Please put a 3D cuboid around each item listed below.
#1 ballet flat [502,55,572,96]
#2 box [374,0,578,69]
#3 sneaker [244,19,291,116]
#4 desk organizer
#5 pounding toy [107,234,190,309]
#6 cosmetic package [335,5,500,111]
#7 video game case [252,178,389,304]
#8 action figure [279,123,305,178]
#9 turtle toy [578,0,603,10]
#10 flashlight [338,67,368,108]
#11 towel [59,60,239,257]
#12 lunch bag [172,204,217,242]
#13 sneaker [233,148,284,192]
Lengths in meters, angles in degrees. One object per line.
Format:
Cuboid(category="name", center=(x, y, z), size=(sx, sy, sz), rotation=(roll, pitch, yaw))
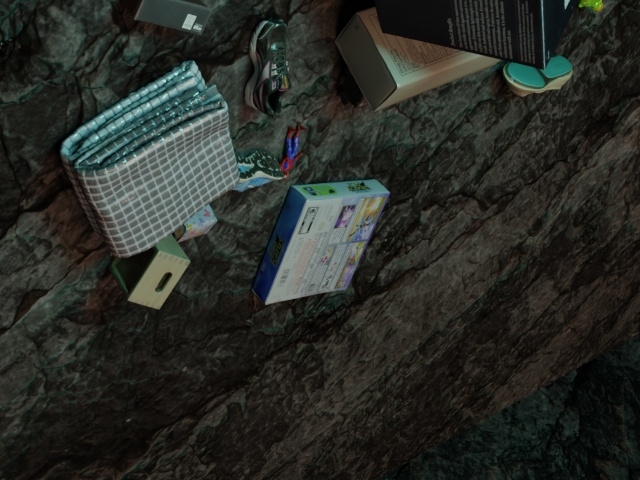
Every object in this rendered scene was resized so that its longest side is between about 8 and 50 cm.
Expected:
Cuboid(category="ballet flat", center=(0.482, -0.363, 2.247), size=(0.248, 0.086, 0.086), rotation=(-14, 135, -40))
Cuboid(category="box", center=(0.272, -0.464, 1.585), size=(0.296, 0.294, 0.183), rotation=(-60, 154, -23))
Cuboid(category="sneaker", center=(-0.077, -0.293, 1.701), size=(0.072, 0.077, 0.178), rotation=(-23, 140, -32))
Cuboid(category="desk organizer", center=(-0.232, -0.353, 1.491), size=(0.130, 0.050, 0.047), rotation=(2, 124, -49))
Cuboid(category="pounding toy", center=(-0.310, 0.053, 1.780), size=(0.100, 0.130, 0.141), rotation=(22, 109, -42))
Cuboid(category="cosmetic package", center=(0.203, -0.371, 1.824), size=(0.309, 0.160, 0.113), rotation=(-23, 172, -26))
Cuboid(category="video game case", center=(0.000, 0.000, 2.108), size=(0.244, 0.061, 0.269), rotation=(-7, 130, -42))
Cuboid(category="action figure", center=(-0.057, -0.167, 1.902), size=(0.038, 0.030, 0.115), rotation=(-21, 141, -41))
Cuboid(category="turtle toy", center=(0.603, -0.570, 2.165), size=(0.095, 0.066, 0.130), rotation=(15, 113, -55))
Cuboid(category="flashlight", center=(0.182, -0.340, 1.918), size=(0.304, 0.103, 0.103), rotation=(-22, 115, -31))
Cuboid(category="towel", center=(-0.265, -0.124, 1.633), size=(0.284, 0.121, 0.235), rotation=(-35, 146, -17))
Cuboid(category="lunch bag", center=(-0.242, -0.029, 1.819), size=(0.071, 0.053, 0.083), rotation=(-19, 164, -35))
Cuboid(category="sneaker", center=(-0.136, -0.125, 1.846), size=(0.073, 0.063, 0.162), rotation=(-37, 162, 36))
